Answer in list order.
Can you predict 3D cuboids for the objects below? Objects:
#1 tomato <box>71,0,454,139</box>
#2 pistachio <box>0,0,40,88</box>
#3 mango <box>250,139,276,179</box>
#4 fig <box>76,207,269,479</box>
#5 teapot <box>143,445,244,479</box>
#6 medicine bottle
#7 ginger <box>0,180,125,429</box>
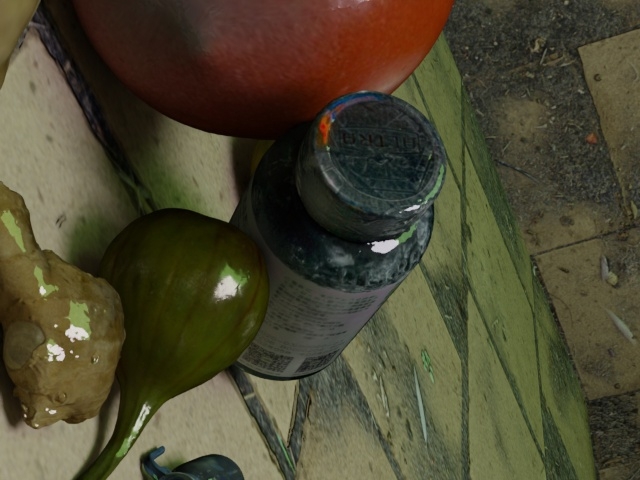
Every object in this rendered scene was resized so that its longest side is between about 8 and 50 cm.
[{"bbox_3d":[-0.050,-0.228,1.008,0.321,0.321,0.322,-17,90,-74],"label":"tomato"},{"bbox_3d":[-0.230,-0.205,0.659,0.181,0.162,0.293,-24,105,-29],"label":"pistachio"},{"bbox_3d":[-0.001,-0.070,1.328,0.167,0.130,0.262,62,13,-19],"label":"mango"},{"bbox_3d":[-0.114,0.086,0.872,0.124,0.124,0.236,57,42,-45],"label":"fig"},{"bbox_3d":[-0.090,0.176,0.930,0.083,0.049,0.064,7,68,-72],"label":"teapot"},{"bbox_3d":[0.000,0.000,0.990,0.293,0.141,0.141,124,-39,-60],"label":"medicine bottle"},{"bbox_3d":[-0.166,0.033,0.787,0.096,0.067,0.165,-26,100,-51],"label":"ginger"}]
